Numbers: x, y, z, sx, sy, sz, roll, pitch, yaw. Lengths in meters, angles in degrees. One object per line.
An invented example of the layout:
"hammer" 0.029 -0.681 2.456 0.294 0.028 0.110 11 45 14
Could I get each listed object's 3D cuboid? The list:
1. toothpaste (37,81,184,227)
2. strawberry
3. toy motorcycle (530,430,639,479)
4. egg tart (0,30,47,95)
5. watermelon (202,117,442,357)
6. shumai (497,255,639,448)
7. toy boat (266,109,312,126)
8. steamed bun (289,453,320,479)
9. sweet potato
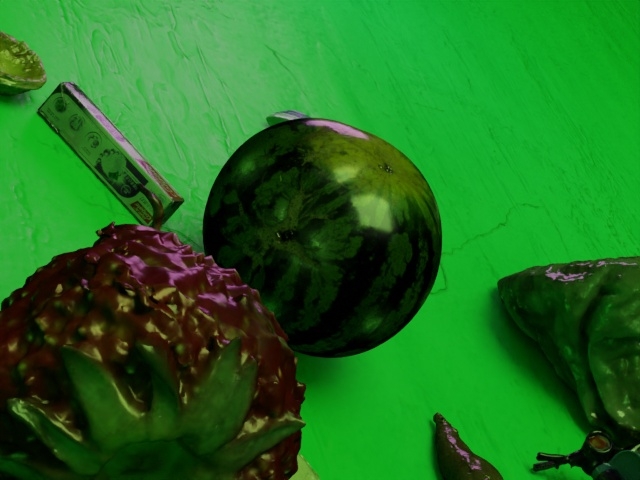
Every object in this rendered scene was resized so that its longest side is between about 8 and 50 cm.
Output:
"toothpaste" -0.238 -0.098 1.577 0.196 0.047 0.040 46 14 11
"strawberry" -0.155 0.092 1.156 0.292 0.292 0.343 25 27 -27
"toy motorcycle" 0.420 0.329 1.700 0.358 0.125 0.212 12 31 -45
"egg tart" -0.360 -0.197 1.569 0.105 0.039 0.105 30 29 -19
"watermelon" 0.003 -0.004 1.523 0.269 0.269 0.269 30 30 -19
"shumai" 0.394 0.156 1.892 0.309 0.304 0.263 1 82 -53
"toy boat" -0.040 -0.127 1.888 0.105 0.034 0.149 45 40 2
"steamed bun" -0.051 0.250 1.249 0.130 0.091 0.112 56 27 5
"sweet potato" 0.169 0.264 1.534 0.068 0.068 0.226 22 33 -32
